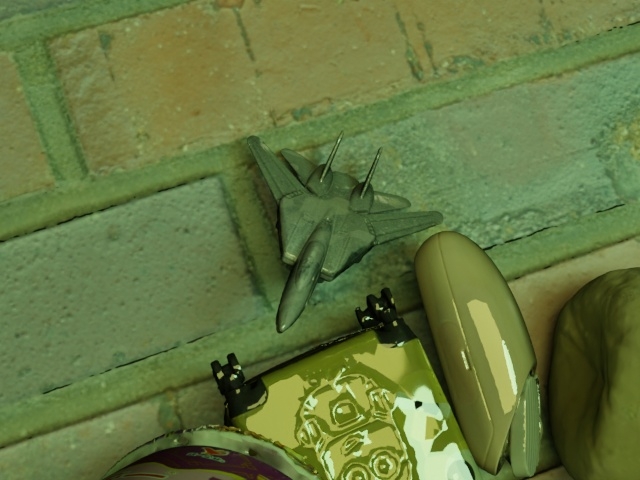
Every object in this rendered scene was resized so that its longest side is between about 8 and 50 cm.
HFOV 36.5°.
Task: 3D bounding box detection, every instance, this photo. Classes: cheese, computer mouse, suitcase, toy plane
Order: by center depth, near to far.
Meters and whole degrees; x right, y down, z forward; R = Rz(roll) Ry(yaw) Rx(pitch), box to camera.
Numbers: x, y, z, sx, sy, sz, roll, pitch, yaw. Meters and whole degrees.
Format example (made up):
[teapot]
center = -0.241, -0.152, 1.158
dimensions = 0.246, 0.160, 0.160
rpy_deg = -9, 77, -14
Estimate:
[suitcase]
center = 0.024, 0.188, 0.875
dimensions = 0.193, 0.143, 0.235
rpy_deg = -22, 80, -11
[cheese]
center = 0.292, 0.122, 0.889
dimensions = 0.117, 0.218, 0.235
rpy_deg = 10, 55, -8
[toy plane]
center = -0.003, 0.008, 0.898
dimensions = 0.212, 0.088, 0.267
rpy_deg = 22, 43, 0
[computer mouse]
center = 0.156, 0.102, 0.908
dimensions = 0.082, 0.145, 0.237
rpy_deg = -19, 77, 13

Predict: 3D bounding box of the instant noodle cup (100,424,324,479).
[instant noodle cup]
center = -0.138, 0.315, 0.693
dimensions = 0.339, 0.266, 0.340
rpy_deg = -1, 88, 26
